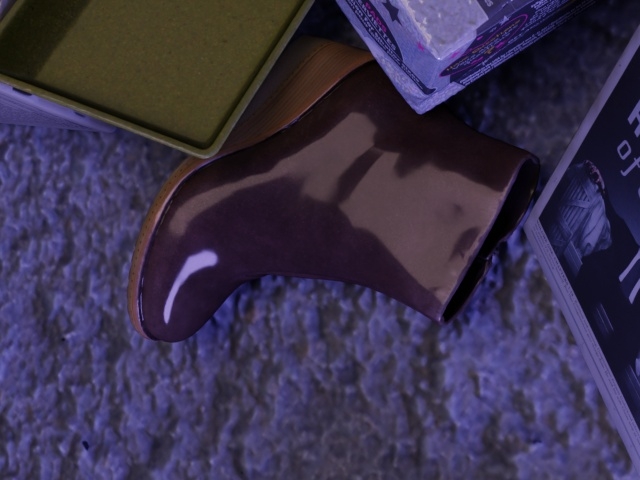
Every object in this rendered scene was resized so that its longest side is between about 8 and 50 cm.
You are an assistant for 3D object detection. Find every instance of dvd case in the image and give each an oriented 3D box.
[{"bbox_3d":[0.184,0.011,0.849,0.030,0.238,0.179,-15,67,-16],"label":"dvd case"}]

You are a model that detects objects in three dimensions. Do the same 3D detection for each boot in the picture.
[{"bbox_3d":[0.000,0.000,1.018,0.207,0.090,0.248,36,95,33],"label":"boot"}]

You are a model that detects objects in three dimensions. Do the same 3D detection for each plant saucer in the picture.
[{"bbox_3d":[-0.103,-0.144,1.057,0.188,0.045,0.188,22,65,19],"label":"plant saucer"}]

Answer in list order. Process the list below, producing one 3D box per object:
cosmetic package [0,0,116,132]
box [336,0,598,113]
[{"bbox_3d":[-0.308,-0.160,1.193,0.309,0.160,0.113,8,84,30],"label":"cosmetic package"},{"bbox_3d":[0.057,-0.227,0.932,0.163,0.142,0.247,-33,83,-6],"label":"box"}]
